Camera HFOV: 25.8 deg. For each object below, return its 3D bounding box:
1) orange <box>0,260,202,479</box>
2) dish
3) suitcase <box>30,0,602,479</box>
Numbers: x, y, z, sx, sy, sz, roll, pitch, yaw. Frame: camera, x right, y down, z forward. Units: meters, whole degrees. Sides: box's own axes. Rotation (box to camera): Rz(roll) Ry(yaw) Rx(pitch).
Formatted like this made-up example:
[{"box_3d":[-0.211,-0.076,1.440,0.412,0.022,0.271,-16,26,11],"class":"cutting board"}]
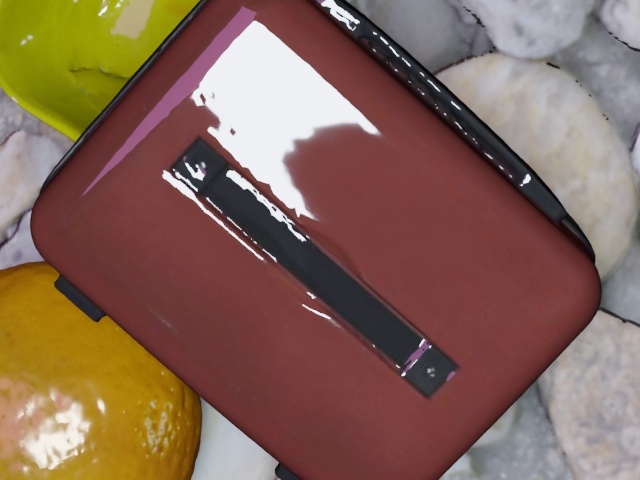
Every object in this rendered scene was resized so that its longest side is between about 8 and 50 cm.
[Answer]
[{"box_3d":[-0.185,0.122,0.940,0.219,0.193,0.219,4,98,29],"class":"orange"},{"box_3d":[-0.103,-0.150,0.998,0.262,0.108,0.221,23,89,24],"class":"dish"},{"box_3d":[0.000,0.000,0.836,0.297,0.161,0.236,41,99,-6],"class":"suitcase"}]
